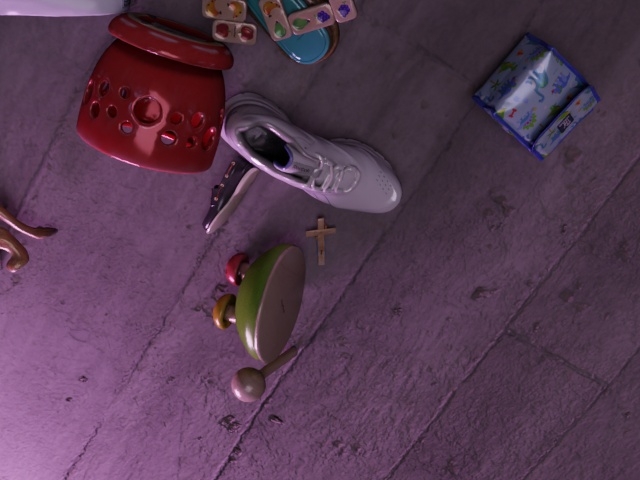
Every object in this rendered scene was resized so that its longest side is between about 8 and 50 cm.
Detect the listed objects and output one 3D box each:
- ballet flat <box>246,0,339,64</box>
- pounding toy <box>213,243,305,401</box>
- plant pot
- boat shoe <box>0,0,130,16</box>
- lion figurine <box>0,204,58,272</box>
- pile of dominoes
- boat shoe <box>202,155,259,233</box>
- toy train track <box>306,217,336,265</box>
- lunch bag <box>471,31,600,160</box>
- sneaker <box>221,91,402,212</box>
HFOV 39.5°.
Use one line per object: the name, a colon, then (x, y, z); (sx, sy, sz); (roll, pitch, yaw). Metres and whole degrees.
ballet flat: (-0.091, -0.382, 1.162); (0.116, 0.124, 0.342); (-33, 113, 30)
pounding toy: (-0.108, 0.108, 1.368); (0.110, 0.183, 0.237); (14, 117, 17)
plant pot: (-0.214, -0.202, 1.197); (0.191, 0.191, 0.174); (16, 107, -12)
boat shoe: (-0.432, -0.370, 1.133); (0.367, 0.136, 0.157); (-1, 114, -7)
lion figurine: (-0.611, 0.000, 1.295); (0.392, 0.142, 0.240); (-32, 105, -6)
pile of dominoes: (-0.085, -0.354, 1.080); (0.196, 0.040, 0.251); (-15, 119, 15)
boat shoe: (-0.142, -0.068, 1.340); (0.042, 0.049, 0.133); (39, 114, 10)
toy train track: (0.000, 0.000, 1.396); (0.048, 0.014, 0.083); (-7, 120, -10)
lunch bag: (0.322, -0.201, 1.297); (0.151, 0.096, 0.129); (35, 104, -32)
sneaker: (-0.014, -0.106, 1.286); (0.297, 0.129, 0.111); (22, 108, -15)
